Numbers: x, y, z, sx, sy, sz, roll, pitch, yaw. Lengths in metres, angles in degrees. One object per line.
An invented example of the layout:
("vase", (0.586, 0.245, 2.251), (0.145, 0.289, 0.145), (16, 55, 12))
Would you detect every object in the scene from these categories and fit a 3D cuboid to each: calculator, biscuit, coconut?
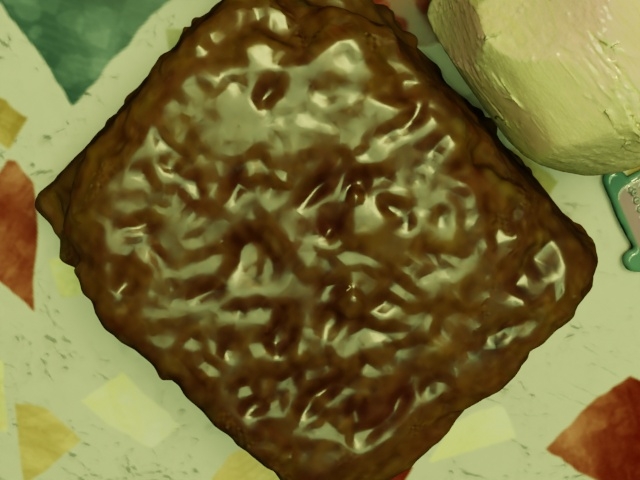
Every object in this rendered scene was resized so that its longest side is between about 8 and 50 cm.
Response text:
("calculator", (0.306, -0.012, 0.906), (0.094, 0.019, 0.141), (-27, 105, 7))
("biscuit", (0.000, 0.000, 0.843), (0.395, 0.166, 0.342), (43, 106, -12))
("coconut", (0.197, -0.177, 0.751), (0.227, 0.227, 0.230), (-34, 111, 11))
